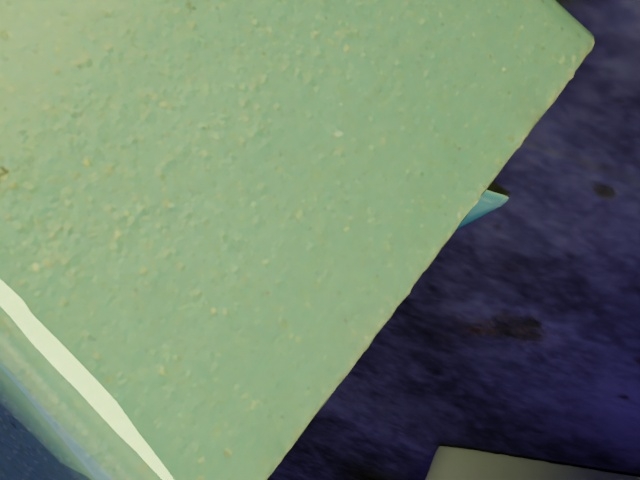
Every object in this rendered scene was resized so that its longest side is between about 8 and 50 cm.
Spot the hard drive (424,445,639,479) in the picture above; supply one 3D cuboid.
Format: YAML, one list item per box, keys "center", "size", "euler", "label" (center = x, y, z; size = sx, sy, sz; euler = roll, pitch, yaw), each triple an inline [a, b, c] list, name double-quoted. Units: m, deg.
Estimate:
- center: [0.108, 0.279, 0.892]
  size: [0.203, 0.307, 0.040]
  euler: [4, 148, 37]
  label: "hard drive"

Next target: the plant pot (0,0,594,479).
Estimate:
- center: [-0.109, -0.057, 0.537]
  size: [0.252, 0.247, 0.248]
  euler: [48, 149, -14]
  label: "plant pot"

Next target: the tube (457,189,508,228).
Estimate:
- center: [0.000, 0.000, 0.754]
  size: [0.080, 0.052, 0.207]
  euler: [8, 162, -30]
  label: "tube"
